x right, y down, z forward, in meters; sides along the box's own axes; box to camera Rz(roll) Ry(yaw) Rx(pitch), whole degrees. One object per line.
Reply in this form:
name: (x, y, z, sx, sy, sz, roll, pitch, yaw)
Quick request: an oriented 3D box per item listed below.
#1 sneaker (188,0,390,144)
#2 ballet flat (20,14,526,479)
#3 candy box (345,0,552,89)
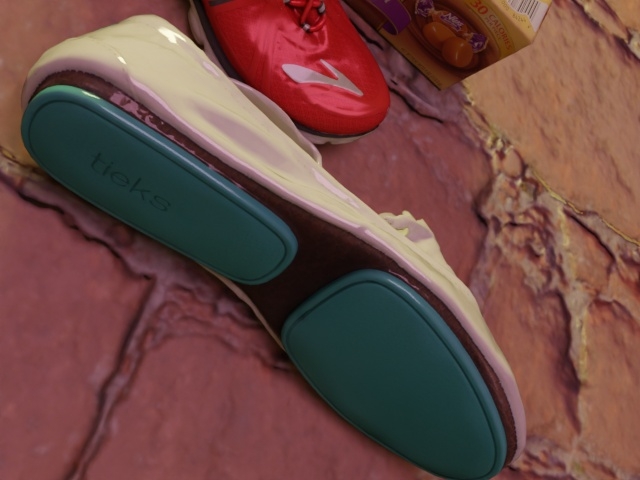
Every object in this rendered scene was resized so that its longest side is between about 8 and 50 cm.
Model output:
sneaker: (-0.039, -0.185, 0.544, 0.107, 0.118, 0.279, -44, 103, -31)
ballet flat: (0.000, 0.000, 0.534, 0.400, 0.139, 0.139, 40, 61, -17)
candy box: (0.071, -0.208, 0.624, 0.187, 0.109, 0.053, 38, 63, -20)
